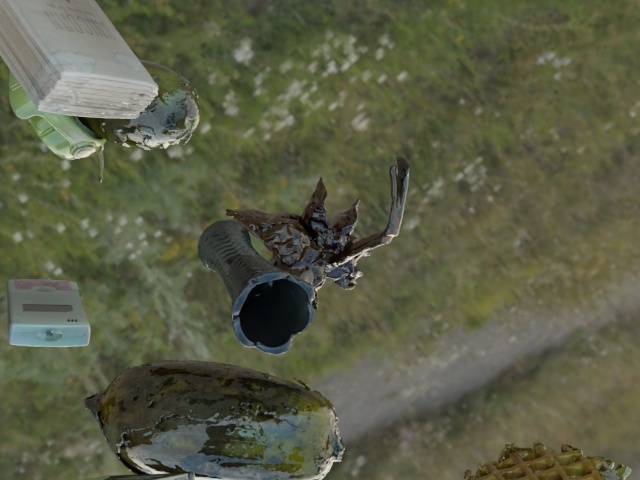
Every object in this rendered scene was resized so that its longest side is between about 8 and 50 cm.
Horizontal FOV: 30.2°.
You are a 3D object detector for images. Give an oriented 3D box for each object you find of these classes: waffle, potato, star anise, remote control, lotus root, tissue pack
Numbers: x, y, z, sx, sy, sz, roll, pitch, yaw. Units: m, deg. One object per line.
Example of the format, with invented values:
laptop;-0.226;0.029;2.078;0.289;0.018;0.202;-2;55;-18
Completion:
waffle;0.362;0.440;2.001;0.302;0.068;0.325;2;-156;36
potato;-0.297;-0.213;1.834;0.113;0.251;0.149;-57;150;-44
star anise;0.002;-0.008;1.730;0.346;0.237;0.148;-37;-151;21
remote control;-0.517;0.132;2.226;0.145;0.050;0.344;2;-170;-15
lotus root;-0.160;0.275;1.773;0.179;0.397;0.196;-77;168;-55
tissue pack;-0.336;-0.280;1.387;0.071;0.325;0.170;-47;157;22

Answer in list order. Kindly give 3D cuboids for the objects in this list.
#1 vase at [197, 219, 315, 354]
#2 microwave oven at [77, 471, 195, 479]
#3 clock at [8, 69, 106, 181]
vase;-0.096;0.047;1.547;0.115;0.237;0.115;-8;114;-19
microwave oven;-0.225;0.380;1.272;0.145;0.240;0.194;-7;173;26
clock;-0.406;-0.199;1.903;0.069;0.170;0.232;-27;132;12
